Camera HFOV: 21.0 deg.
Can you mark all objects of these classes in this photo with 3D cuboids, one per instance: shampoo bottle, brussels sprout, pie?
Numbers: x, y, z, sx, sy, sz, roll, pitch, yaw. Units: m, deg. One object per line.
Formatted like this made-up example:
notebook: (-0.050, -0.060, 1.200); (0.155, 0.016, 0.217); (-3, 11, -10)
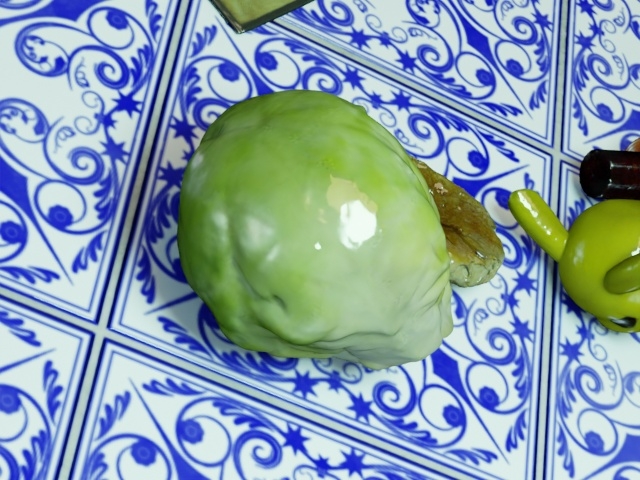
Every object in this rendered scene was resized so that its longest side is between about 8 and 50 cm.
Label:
shampoo bottle: (0.439, -0.073, 2.118); (0.278, 0.104, 0.104); (3, 58, -32)
brussels sprout: (-0.007, -0.004, 1.699); (0.316, 0.243, 0.274); (58, 16, 8)
pie: (0.120, -0.023, 1.889); (0.195, 0.046, 0.195); (29, 29, -18)

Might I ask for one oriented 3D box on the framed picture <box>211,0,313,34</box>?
framed picture: (-0.115, -0.411, 2.057); (0.255, 0.014, 0.338); (-31, 79, -43)

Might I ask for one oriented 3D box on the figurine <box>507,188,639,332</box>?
figurine: (0.395, 0.021, 1.965); (0.327, 0.169, 0.218); (-7, 22, -30)
